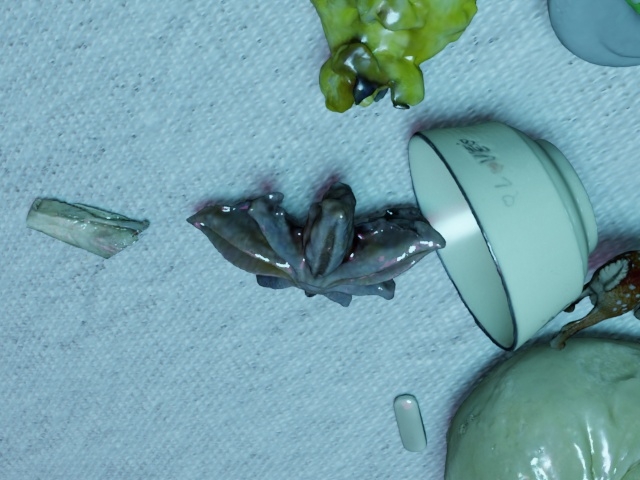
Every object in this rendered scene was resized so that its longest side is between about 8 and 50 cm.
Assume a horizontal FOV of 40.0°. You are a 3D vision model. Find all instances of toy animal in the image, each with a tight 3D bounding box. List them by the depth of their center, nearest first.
[{"bbox_3d":[0.364,0.019,0.889,0.087,0.243,0.260,53,145,13],"label":"toy animal"}]

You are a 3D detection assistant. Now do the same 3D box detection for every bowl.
[{"bbox_3d":[0.190,-0.020,0.880,0.126,0.238,0.238,-24,111,-2],"label":"bowl"}]

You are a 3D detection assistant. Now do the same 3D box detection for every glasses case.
[{"bbox_3d":[0.114,0.234,1.117,0.032,0.021,0.083,-9,114,15],"label":"glasses case"}]

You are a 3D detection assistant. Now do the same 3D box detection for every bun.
[{"bbox_3d":[0.302,0.275,0.993,0.362,0.234,0.326,-36,100,16],"label":"bun"}]

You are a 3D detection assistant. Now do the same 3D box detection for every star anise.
[{"bbox_3d":[0.004,0.000,0.963,0.257,0.111,0.198,-13,142,43],"label":"star anise"}]

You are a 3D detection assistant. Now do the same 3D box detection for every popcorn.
[{"bbox_3d":[0.073,-0.222,0.844,0.168,0.173,0.195,-8,106,-10],"label":"popcorn"}]

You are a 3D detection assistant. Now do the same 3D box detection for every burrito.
[{"bbox_3d":[-0.281,-0.014,1.057,0.149,0.041,0.055,14,104,3],"label":"burrito"}]

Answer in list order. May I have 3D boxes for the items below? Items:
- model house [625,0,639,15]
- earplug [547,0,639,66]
[{"bbox_3d":[0.443,-0.219,0.693,0.300,0.340,0.323,43,88,-3],"label":"model house"},{"bbox_3d":[0.266,-0.296,0.765,0.214,0.175,0.325,-31,116,19],"label":"earplug"}]
